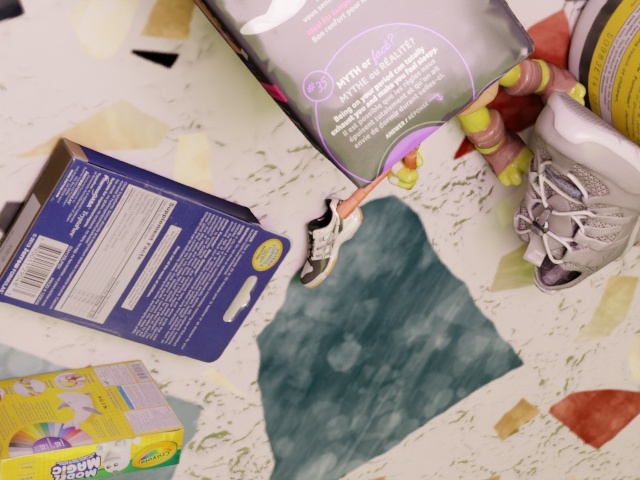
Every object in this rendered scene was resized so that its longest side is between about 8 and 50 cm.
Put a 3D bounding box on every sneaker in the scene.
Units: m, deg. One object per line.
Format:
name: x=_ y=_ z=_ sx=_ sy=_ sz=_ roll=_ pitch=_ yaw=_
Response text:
sneaker: x=0.214 y=-0.024 z=1.506 sx=0.115 sy=0.105 sz=0.281 roll=-46 pitch=155 yaw=-7
sneaker: x=0.000 y=0.000 z=1.535 sx=0.037 sy=0.032 sz=0.083 roll=26 pitch=102 yaw=-25

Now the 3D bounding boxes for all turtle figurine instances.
turtle figurine: x=0.112 y=-0.119 z=1.473 sx=0.217 sy=0.087 sz=0.269 roll=27 pitch=90 yaw=-50

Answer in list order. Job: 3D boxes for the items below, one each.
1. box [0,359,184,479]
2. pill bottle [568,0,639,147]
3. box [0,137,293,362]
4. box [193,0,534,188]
box: x=-0.212 y=0.151 z=1.464 sx=0.179 sy=0.105 sz=0.043 roll=-5 pitch=122 yaw=-26
pill bottle: x=0.361 y=-0.098 z=1.466 sx=0.188 sy=0.334 sz=0.188 roll=-15 pitch=127 yaw=-20
box: x=-0.143 y=0.014 z=1.454 sx=0.225 sy=0.036 sz=0.136 roll=21 pitch=109 yaw=-37
box: x=-0.006 y=-0.196 z=1.262 sx=0.165 sy=0.143 sz=0.270 roll=-39 pitch=110 yaw=-1
